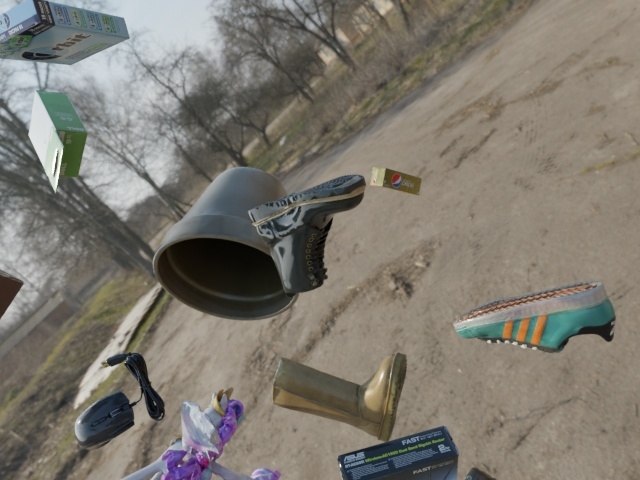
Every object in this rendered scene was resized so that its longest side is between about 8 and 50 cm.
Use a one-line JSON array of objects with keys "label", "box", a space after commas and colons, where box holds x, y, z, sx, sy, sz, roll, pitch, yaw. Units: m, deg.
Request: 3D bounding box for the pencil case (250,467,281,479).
[{"label": "pencil case", "box": [-0.168, 0.665, 1.264, 0.088, 0.086, 0.206, -46, 6, 25]}]

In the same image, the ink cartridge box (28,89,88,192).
[{"label": "ink cartridge box", "box": [-0.519, -0.198, 1.020, 0.062, 0.209, 0.108, -4, -47, -43]}]

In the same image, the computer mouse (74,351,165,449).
[{"label": "computer mouse", "box": [-0.499, 0.374, 1.188, 0.262, 0.184, 0.060, -28, -12, 15]}]

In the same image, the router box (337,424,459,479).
[{"label": "router box", "box": [0.084, 0.254, 0.545, 0.123, 0.092, 0.038, -14, 35, -7]}]

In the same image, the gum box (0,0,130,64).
[{"label": "gum box", "box": [-0.447, -0.344, 0.857, 0.157, 0.041, 0.184, -10, 10, 26]}]

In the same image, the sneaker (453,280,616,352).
[{"label": "sneaker", "box": [0.414, 0.173, 1.008, 0.302, 0.120, 0.108, -20, 2, 37]}]

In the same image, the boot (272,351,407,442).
[{"label": "boot", "box": [0.032, 0.303, 1.078, 0.089, 0.270, 0.235, -44, -34, -59]}]

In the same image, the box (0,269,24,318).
[{"label": "box", "box": [-0.864, 0.212, 1.127, 0.381, 0.143, 0.191, -62, -7, -15]}]

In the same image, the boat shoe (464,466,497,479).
[{"label": "boat shoe", "box": [0.199, 0.483, 0.829, 0.257, 0.095, 0.095, -43, 50, -10]}]

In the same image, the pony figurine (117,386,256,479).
[{"label": "pony figurine", "box": [-0.265, 0.470, 1.052, 0.363, 0.302, 0.351, -41, 22, -24]}]

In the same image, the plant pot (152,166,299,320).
[{"label": "plant pot", "box": [-0.189, -0.013, 1.198, 0.323, 0.323, 0.280, -32, 36, 39]}]

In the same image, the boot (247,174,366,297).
[{"label": "boot", "box": [0.000, 0.000, 0.650, 0.077, 0.136, 0.198, -26, 8, -37]}]

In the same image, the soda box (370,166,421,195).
[{"label": "soda box", "box": [0.250, -0.193, 1.674, 0.058, 0.181, 0.061, 13, 94, 50]}]
